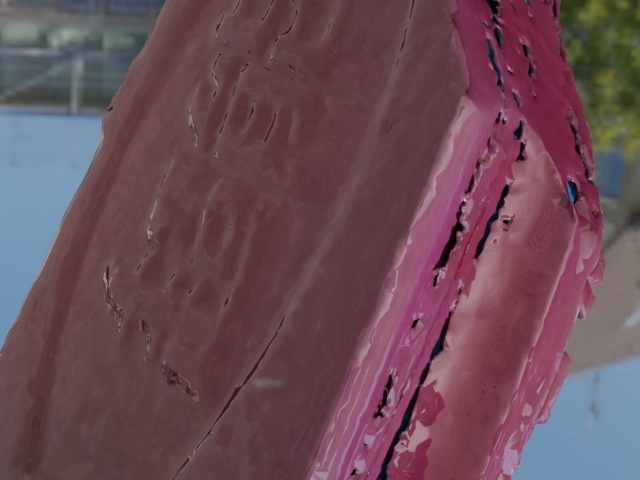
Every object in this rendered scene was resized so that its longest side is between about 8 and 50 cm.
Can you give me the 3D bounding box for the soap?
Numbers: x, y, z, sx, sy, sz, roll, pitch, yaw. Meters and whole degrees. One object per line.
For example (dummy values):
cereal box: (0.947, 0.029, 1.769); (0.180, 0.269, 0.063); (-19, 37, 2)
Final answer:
soap: (0.000, 0.000, 0.506); (0.162, 0.250, 0.099); (10, 163, 48)
